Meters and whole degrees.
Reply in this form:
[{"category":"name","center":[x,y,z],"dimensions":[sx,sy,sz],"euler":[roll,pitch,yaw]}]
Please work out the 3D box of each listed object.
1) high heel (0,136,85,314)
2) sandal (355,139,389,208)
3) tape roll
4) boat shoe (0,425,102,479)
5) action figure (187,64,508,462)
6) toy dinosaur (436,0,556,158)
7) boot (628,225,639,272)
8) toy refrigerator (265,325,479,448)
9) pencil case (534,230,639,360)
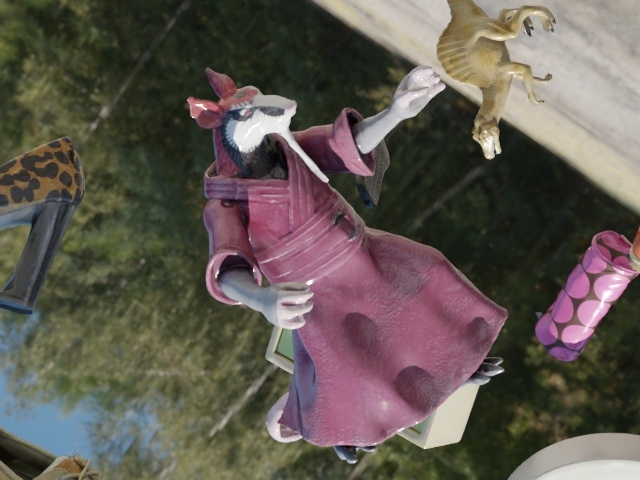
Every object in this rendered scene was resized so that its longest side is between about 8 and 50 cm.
[{"category":"high heel","center":[-0.367,-0.056,1.059],"dimensions":[0.261,0.186,0.093],"euler":[23,157,-18]},{"category":"sandal","center":[0.059,-0.104,1.487],"dimensions":[0.067,0.040,0.179],"euler":[60,-154,-27]},{"category":"tape roll","center":[0.451,0.473,1.658],"dimensions":[0.392,0.392,0.072],"euler":[35,-154,-3]},{"category":"boat shoe","center":[-0.310,0.305,1.284],"dimensions":[0.302,0.103,0.113],"euler":[17,-171,10]},{"category":"action figure","center":[0.000,0.000,0.994],"dimensions":[0.370,0.248,0.276],"euler":[55,155,-13]},{"category":"toy dinosaur","center":[0.129,-0.160,0.850],"dimensions":[0.053,0.092,0.183],"euler":[126,127,-73]},{"category":"boot","center":[0.411,-0.037,1.268],"dimensions":[0.059,0.158,0.084],"euler":[22,138,27]},{"category":"toy refrigerator","center":[0.061,0.156,1.392],"dimensions":[0.269,0.102,0.094],"euler":[26,-167,36]},{"category":"pencil case","center":[0.393,0.079,1.607],"dimensions":[0.098,0.209,0.095],"euler":[-26,-117,-41]}]
